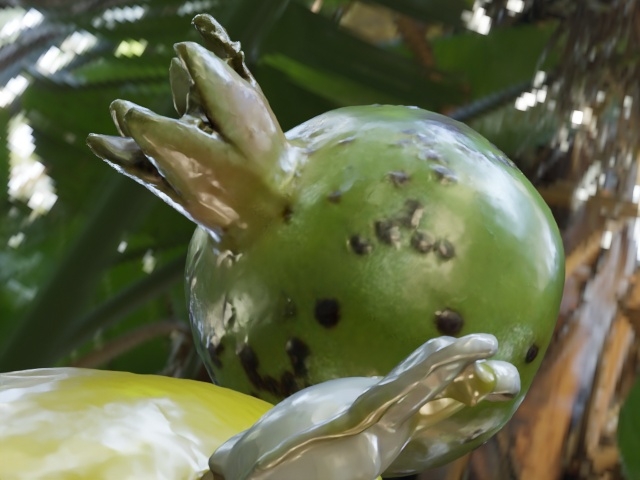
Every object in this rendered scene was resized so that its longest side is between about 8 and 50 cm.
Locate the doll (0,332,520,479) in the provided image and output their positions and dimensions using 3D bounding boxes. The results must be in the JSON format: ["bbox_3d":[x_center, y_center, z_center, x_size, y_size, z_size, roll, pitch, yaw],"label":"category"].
[{"bbox_3d":[-0.121,0.117,0.638,0.161,0.423,0.348,69,-23,13],"label":"doll"}]

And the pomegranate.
[{"bbox_3d":[-0.002,0.007,1.150,0.286,0.231,0.231,35,-55,-3],"label":"pomegranate"}]
